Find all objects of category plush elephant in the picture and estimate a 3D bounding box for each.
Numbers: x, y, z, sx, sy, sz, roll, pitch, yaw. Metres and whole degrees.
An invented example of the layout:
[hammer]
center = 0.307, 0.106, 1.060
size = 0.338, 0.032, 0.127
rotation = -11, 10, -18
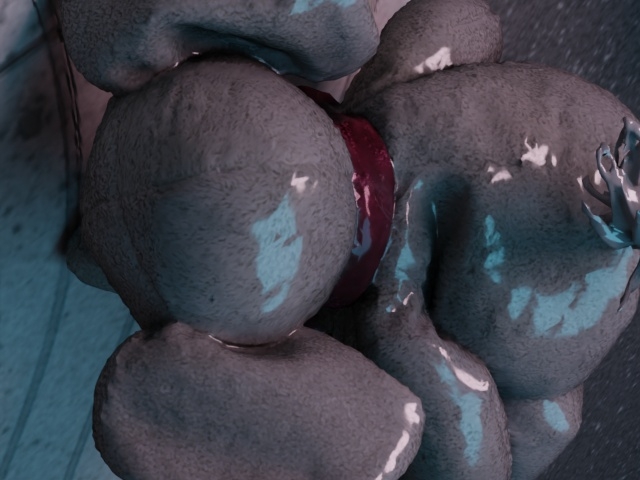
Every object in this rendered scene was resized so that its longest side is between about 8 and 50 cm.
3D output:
[plush elephant]
center = 0.000, 0.000, 0.801
size = 0.330, 0.255, 0.271
rotation = 144, -48, -69
